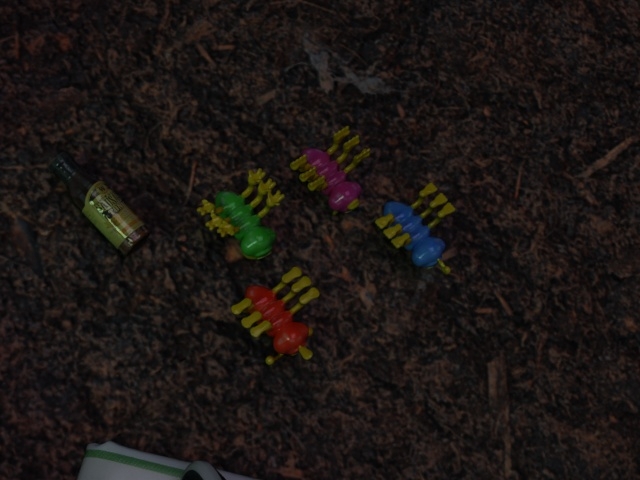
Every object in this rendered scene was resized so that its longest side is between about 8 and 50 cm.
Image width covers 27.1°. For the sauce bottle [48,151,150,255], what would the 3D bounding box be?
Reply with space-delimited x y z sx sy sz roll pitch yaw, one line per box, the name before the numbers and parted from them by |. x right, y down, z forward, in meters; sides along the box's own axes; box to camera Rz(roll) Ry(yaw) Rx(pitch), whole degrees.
sauce bottle | -0.237 -0.041 1.414 0.128 0.042 0.042 44 63 2

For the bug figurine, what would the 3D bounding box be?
bug figurine | 0.000 0.000 1.458 0.279 0.072 0.216 -30 74 -21

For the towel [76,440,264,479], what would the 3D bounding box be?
towel | -0.151 0.372 1.279 0.248 0.038 0.324 16 66 -11

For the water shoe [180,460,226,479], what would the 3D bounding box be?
water shoe | -0.062 0.296 1.288 0.080 0.073 0.203 -27 82 -46
